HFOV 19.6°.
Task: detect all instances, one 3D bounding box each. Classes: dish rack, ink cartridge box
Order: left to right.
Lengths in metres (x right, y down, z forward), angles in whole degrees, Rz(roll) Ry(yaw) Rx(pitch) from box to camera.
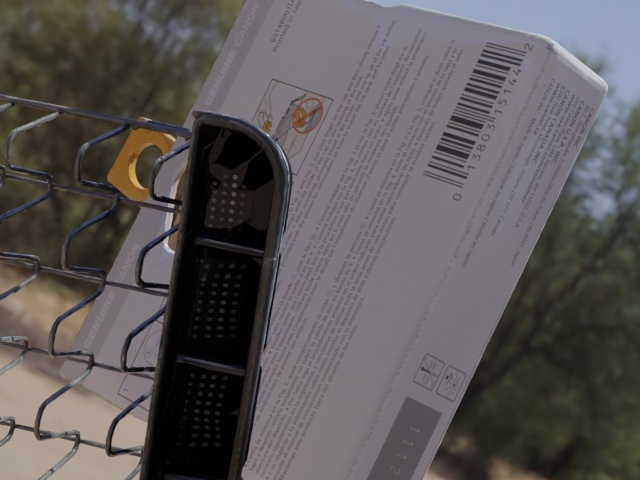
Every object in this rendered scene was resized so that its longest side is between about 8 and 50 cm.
[{"bbox_3d":[-0.148,0.028,0.801,0.271,0.208,0.074,11,7,12],"label":"dish rack"},{"bbox_3d":[0.000,0.000,1.100,0.066,0.296,0.261,29,-5,-43],"label":"ink cartridge box"}]

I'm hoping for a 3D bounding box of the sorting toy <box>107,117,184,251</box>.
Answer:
[{"bbox_3d":[-0.053,0.005,1.438,0.347,0.196,0.047,24,8,34],"label":"sorting toy"}]
